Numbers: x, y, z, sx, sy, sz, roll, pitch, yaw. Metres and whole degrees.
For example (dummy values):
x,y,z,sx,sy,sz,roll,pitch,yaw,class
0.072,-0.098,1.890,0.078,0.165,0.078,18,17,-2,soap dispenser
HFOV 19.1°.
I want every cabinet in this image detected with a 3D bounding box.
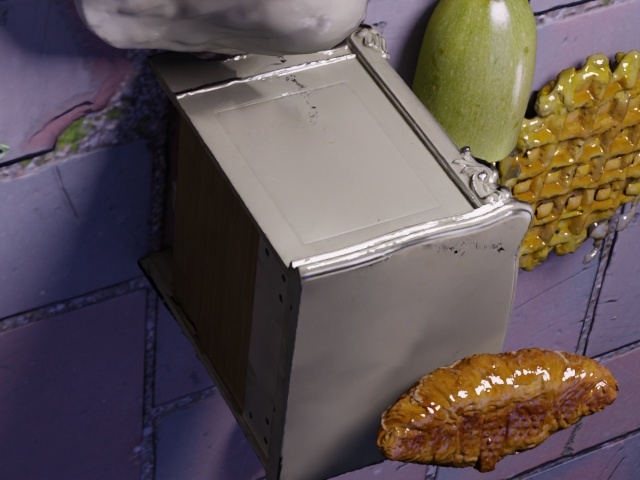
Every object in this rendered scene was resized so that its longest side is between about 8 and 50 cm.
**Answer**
x,y,z,sx,sy,sz,roll,pitch,yaw,class
0.000,0.000,1.727,0.228,0.318,0.290,-17,138,-22,cabinet

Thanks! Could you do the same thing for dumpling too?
x,y,z,sx,sy,sz,roll,pitch,yaw,class
-0.075,-0.220,1.538,0.243,0.187,0.318,-34,146,-10,dumpling

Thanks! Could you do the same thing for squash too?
x,y,z,sx,sy,sz,roll,pitch,yaw,class
0.151,-0.178,1.830,0.123,0.123,0.186,-14,134,-27,squash

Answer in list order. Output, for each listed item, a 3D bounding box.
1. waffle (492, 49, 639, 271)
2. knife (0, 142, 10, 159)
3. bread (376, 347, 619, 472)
x,y,z,sx,sy,sz,roll,pitch,yaw,class
0.276,-0.088,2.067,0.280,0.060,0.262,-42,139,5,waffle
-0.351,-0.086,1.608,0.207,0.014,0.030,7,126,-44,knife
0.148,0.144,1.668,0.233,0.076,0.105,-11,125,-18,bread
